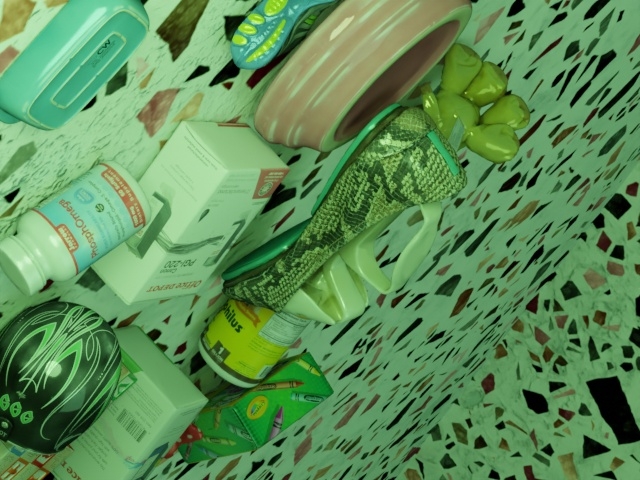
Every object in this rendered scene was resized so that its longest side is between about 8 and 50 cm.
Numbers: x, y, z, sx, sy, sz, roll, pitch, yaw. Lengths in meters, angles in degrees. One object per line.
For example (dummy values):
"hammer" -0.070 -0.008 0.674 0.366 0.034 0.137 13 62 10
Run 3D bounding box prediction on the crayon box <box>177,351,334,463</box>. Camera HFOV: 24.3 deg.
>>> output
"crayon box" -0.119 0.270 2.370 0.165 0.081 0.278 -34 -175 -30

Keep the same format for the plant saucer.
"plant saucer" 0.066 -0.221 1.790 0.332 0.084 0.332 -42 173 -6

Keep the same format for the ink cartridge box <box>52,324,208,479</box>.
"ink cartridge box" -0.280 0.245 2.021 0.212 0.154 0.093 -52 162 19

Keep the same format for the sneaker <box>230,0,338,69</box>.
"sneaker" -0.030 -0.260 1.641 0.188 0.067 0.078 -45 -177 -6

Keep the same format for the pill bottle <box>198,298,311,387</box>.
"pill bottle" -0.080 0.109 2.222 0.215 0.117 0.117 -51 161 17

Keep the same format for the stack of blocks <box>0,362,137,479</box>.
"stack of blocks" -0.380 0.239 1.898 0.297 0.087 0.171 -43 162 -7

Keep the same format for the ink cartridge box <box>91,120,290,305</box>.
"ink cartridge box" -0.160 -0.033 1.784 0.218 0.092 0.158 -50 161 21

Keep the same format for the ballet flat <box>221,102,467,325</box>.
"ballet flat" 0.030 0.008 1.967 0.164 0.182 0.483 -37 176 -43

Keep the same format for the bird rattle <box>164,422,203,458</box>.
"bird rattle" -0.300 0.290 2.208 0.207 0.143 0.253 -32 174 -4

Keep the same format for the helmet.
"helmet" -0.314 0.153 1.745 0.161 0.169 0.169 -57 160 12

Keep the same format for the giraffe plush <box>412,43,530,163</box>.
"giraffe plush" 0.178 -0.159 2.173 0.170 0.181 0.210 -33 -173 47

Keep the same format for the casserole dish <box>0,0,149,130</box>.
"casserole dish" -0.231 -0.172 1.414 0.188 0.037 0.114 -47 162 3

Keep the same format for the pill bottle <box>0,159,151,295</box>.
"pill bottle" -0.268 -0.011 1.598 0.160 0.087 0.087 -38 161 -24
